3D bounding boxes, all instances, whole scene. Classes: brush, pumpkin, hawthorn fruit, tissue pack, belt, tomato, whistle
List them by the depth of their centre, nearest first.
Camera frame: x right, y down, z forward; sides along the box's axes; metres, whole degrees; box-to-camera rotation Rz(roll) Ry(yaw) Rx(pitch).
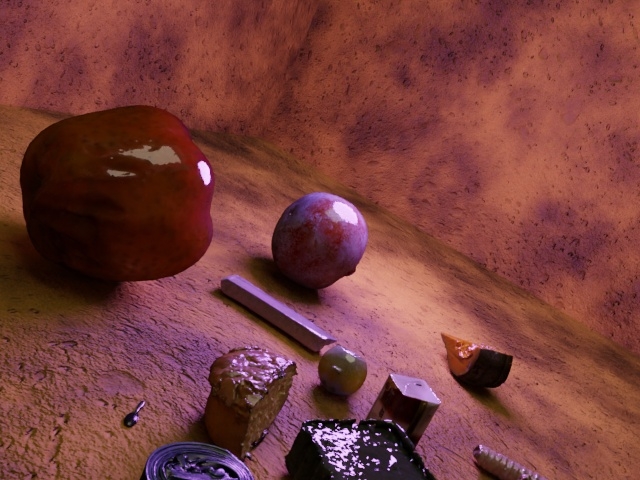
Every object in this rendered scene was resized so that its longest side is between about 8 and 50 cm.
[{"bbox_3d":[-0.196,0.395,1.074,0.190,0.082,0.141,15,25,-25],"label":"belt"},{"bbox_3d":[-0.340,0.318,1.235,0.024,0.008,0.083,22,17,0],"label":"brush"},{"bbox_3d":[0.179,0.389,1.499,0.106,0.148,0.099,17,18,-25],"label":"tissue pack"},{"bbox_3d":[-0.489,-0.097,1.628,0.472,0.471,0.471,23,17,-7],"label":"hawthorn fruit"},{"bbox_3d":[0.059,0.326,1.649,0.123,0.122,0.223,31,-3,19],"label":"whistle"},{"bbox_3d":[0.457,0.368,2.032,0.131,0.125,0.248,11,1,-16],"label":"pumpkin"},{"bbox_3d":[0.000,0.000,2.147,0.282,0.317,0.316,46,8,-25],"label":"tomato"}]

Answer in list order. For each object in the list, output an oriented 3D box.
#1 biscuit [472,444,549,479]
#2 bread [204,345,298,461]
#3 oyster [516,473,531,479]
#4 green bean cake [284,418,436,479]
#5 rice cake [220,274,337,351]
[{"bbox_3d":[0.460,0.550,1.568,0.219,0.055,0.061,28,-19,8],"label":"biscuit"},{"bbox_3d":[-0.150,0.300,1.320,0.147,0.160,0.260,20,19,11],"label":"bread"},{"bbox_3d":[0.479,0.600,1.406,0.233,0.107,0.161,45,13,2],"label":"oyster"},{"bbox_3d":[0.084,0.449,1.222,0.241,0.132,0.255,13,23,-34],"label":"green bean cake"},{"bbox_3d":[-0.122,0.197,1.820,0.365,0.056,0.073,30,12,19],"label":"rice cake"}]
